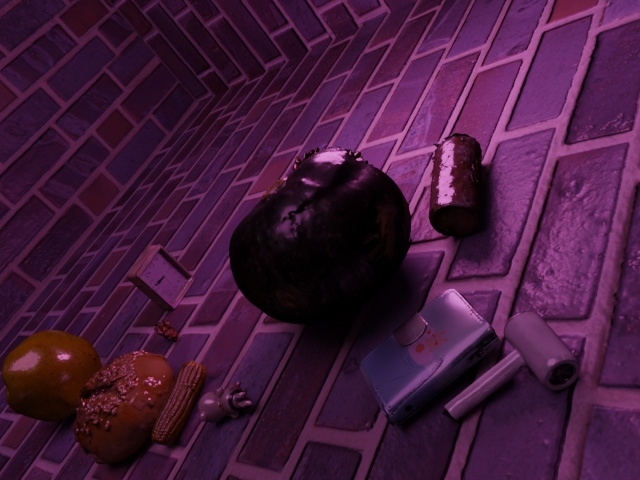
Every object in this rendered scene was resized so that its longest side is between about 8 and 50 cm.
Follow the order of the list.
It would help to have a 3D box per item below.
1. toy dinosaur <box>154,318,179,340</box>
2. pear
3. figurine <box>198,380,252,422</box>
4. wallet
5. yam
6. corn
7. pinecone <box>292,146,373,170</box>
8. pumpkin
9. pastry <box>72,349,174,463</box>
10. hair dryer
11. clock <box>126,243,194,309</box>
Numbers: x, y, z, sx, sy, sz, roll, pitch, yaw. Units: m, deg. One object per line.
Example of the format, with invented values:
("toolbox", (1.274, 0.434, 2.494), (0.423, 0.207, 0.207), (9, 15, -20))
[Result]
("toy dinosaur", (-0.488, 0.283, 1.898), (0.154, 0.055, 0.049), (19, 66, 49))
("pear", (-0.851, 0.425, 1.916), (0.294, 0.294, 0.294), (-30, 31, 20))
("figurine", (-0.218, 0.369, 1.427), (0.146, 0.081, 0.098), (-29, 31, 21))
("wallet", (0.201, 0.215, 1.138), (0.250, 0.075, 0.176), (-40, 27, 5))
("yam", (0.321, -0.133, 1.433), (0.131, 0.131, 0.280), (-21, 35, 32))
("corn", (-0.363, 0.417, 1.545), (0.080, 0.080, 0.231), (-16, 39, 38))
("pinecone", (0.026, -0.164, 1.737), (0.272, 0.224, 0.224), (-14, 37, 21))
("pumpkin", (0.000, 0.000, 1.406), (0.454, 0.344, 0.454), (-39, 13, 10))
("pastry", (-0.542, 0.430, 1.628), (0.284, 0.184, 0.316), (-21, 34, 31))
("hair dryer", (0.302, 0.232, 1.008), (0.236, 0.073, 0.131), (-39, 30, 10))
("clock", (-0.540, 0.127, 2.036), (0.071, 0.192, 0.147), (-7, 43, 44))
